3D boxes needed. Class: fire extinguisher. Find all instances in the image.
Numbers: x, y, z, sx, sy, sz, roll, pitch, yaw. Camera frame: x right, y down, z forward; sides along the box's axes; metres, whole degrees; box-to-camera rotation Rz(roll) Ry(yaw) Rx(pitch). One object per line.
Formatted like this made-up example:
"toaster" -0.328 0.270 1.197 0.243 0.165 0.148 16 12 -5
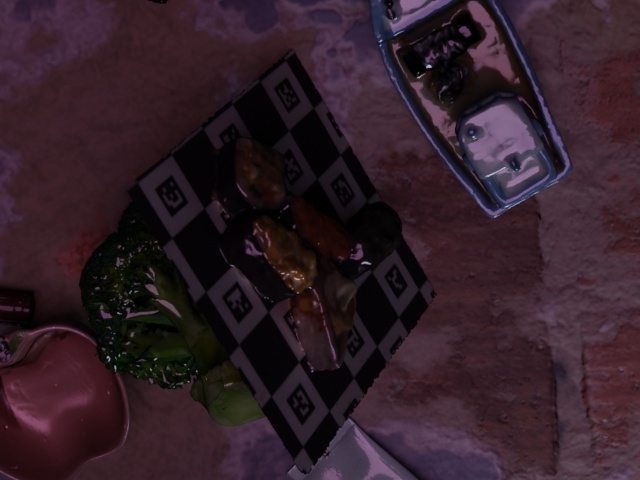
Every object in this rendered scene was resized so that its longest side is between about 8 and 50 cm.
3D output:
"fire extinguisher" -0.407 0.074 1.551 0.132 0.039 0.056 6 98 -2

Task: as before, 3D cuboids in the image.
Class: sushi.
"sushi" 0.000 0.000 1.371 0.064 0.359 0.343 -20 107 36

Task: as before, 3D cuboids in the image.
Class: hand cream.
"hand cream" 0.114 0.354 1.631 0.320 0.067 0.109 39 104 -6

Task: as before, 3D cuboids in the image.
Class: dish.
"dish" -0.325 0.178 1.556 0.213 0.090 0.213 0 109 -1

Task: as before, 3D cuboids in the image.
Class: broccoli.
"broccoli" -0.122 0.077 1.429 0.297 0.297 0.297 -12 141 -10

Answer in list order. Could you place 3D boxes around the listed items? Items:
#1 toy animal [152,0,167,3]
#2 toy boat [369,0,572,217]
"toy animal" -0.178 -0.292 1.435 0.135 0.047 0.065 7 99 4
"toy boat" 0.154 -0.183 1.424 0.145 0.133 0.332 -29 104 9
